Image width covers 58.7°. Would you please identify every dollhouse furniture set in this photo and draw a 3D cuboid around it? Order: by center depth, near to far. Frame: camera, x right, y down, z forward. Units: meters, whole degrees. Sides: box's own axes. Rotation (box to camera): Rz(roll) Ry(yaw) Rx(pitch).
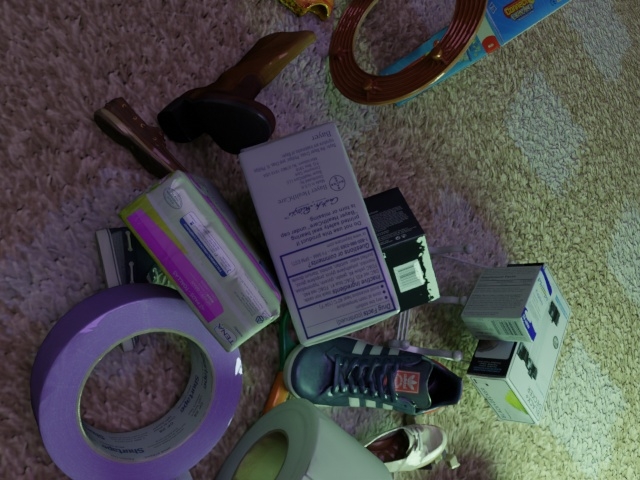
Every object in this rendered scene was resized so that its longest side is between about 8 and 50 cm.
[{"bbox_3d":[0.228,0.378,1.119,0.081,0.091,0.114,-14,86,-47],"label":"dollhouse furniture set"}]

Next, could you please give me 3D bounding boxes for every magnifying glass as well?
[{"bbox_3d":[-0.051,0.212,1.006,0.092,0.026,0.231,31,67,-23],"label":"magnifying glass"}]

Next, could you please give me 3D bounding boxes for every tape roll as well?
[{"bbox_3d":[-0.252,0.202,0.801,0.275,0.090,0.275,-8,104,-34],"label":"tape roll"},{"bbox_3d":[-0.034,0.387,0.856,0.169,0.246,0.246,43,62,-16],"label":"tape roll"}]

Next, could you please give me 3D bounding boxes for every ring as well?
[{"bbox_3d":[0.147,-0.408,1.062,0.032,0.336,0.336,31,65,-47],"label":"ring"}]

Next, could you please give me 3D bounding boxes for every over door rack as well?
[{"bbox_3d":[0.299,0.139,1.183,0.324,0.108,0.239,19,73,-27],"label":"over door rack"}]

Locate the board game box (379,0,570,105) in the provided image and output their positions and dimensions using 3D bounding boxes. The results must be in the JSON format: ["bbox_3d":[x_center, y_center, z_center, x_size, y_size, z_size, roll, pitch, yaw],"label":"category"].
[{"bbox_3d":[0.325,-0.428,1.186,0.308,0.302,0.086,-37,101,-31],"label":"board game box"}]

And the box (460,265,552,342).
[{"bbox_3d":[0.359,0.120,1.093,0.072,0.126,0.137,55,52,-26],"label":"box"}]

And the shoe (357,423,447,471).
[{"bbox_3d":[0.136,0.382,1.031,0.219,0.058,0.076,-10,63,-16],"label":"shoe"}]

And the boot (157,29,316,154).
[{"bbox_3d":[-0.096,-0.255,0.936,0.280,0.264,0.096,-46,121,-27],"label":"boot"}]

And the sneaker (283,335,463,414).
[{"bbox_3d":[0.108,0.242,1.010,0.350,0.148,0.131,10,82,-32],"label":"sneaker"}]

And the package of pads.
[{"bbox_3d":[-0.154,0.014,0.817,0.101,0.296,0.229,-37,94,0],"label":"package of pads"}]

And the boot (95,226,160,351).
[{"bbox_3d":[-0.280,0.068,0.867,0.086,0.069,0.190,-11,86,-26],"label":"boot"}]

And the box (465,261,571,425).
[{"bbox_3d":[0.414,0.206,1.168,0.169,0.087,0.290,53,53,-27],"label":"box"}]

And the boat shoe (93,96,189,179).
[{"bbox_3d":[-0.275,-0.158,0.915,0.178,0.064,0.060,43,65,-15],"label":"boat shoe"}]

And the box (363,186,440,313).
[{"bbox_3d":[0.135,0.016,1.022,0.093,0.158,0.156,-20,127,1],"label":"box"}]

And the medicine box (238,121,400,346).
[{"bbox_3d":[0.000,0.000,0.902,0.149,0.263,0.289,-18,84,0],"label":"medicine box"}]

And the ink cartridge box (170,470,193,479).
[{"bbox_3d":[-0.250,0.403,0.806,0.150,0.063,0.109,-9,113,-32],"label":"ink cartridge box"}]

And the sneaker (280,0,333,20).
[{"bbox_3d":[-0.049,-0.481,1.113,0.175,0.064,0.067,8,87,-27],"label":"sneaker"}]
